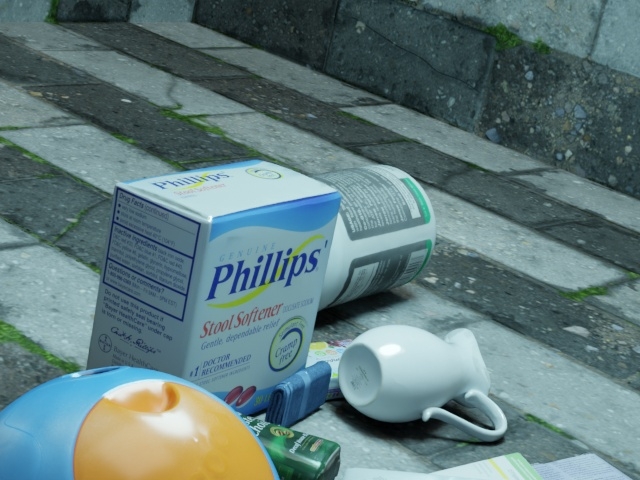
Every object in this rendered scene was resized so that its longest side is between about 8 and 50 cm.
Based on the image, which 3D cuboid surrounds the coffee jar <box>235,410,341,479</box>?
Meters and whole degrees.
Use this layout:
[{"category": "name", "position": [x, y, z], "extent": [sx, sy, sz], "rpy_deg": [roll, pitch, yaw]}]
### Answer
[{"category": "coffee jar", "position": [-0.076, 0.241, 1.600], "extent": [0.184, 0.079, 0.096], "rpy_deg": [16, 19, 13]}]

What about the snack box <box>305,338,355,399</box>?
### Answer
[{"category": "snack box", "position": [0.020, 0.172, 1.926], "extent": [0.141, 0.037, 0.100], "rpy_deg": [-3, 26, -39]}]

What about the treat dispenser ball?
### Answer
[{"category": "treat dispenser ball", "position": [-0.169, 0.249, 1.190], "extent": [0.288, 0.288, 0.288], "rpy_deg": [11, 19, -4]}]

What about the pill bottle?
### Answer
[{"category": "pill bottle", "position": [0.000, 0.000, 2.158], "extent": [0.204, 0.204, 0.361], "rpy_deg": [24, 21, 31]}]

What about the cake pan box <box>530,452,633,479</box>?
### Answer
[{"category": "cake pan box", "position": [0.304, 0.334, 1.594], "extent": [0.267, 0.070, 0.246], "rpy_deg": [-4, 27, -40]}]

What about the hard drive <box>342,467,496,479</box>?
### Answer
[{"category": "hard drive", "position": [0.089, 0.333, 1.287], "extent": [0.203, 0.040, 0.307], "rpy_deg": [3, 36, 14]}]

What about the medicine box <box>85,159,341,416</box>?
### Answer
[{"category": "medicine box", "position": [-0.130, 0.066, 1.743], "extent": [0.149, 0.289, 0.263], "rpy_deg": [23, 22, 30]}]

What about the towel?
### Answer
[{"category": "towel", "position": [-0.029, 0.192, 1.791], "extent": [0.029, 0.067, 0.119], "rpy_deg": [23, 21, 24]}]

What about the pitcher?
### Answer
[{"category": "pitcher", "position": [0.137, 0.190, 1.850], "extent": [0.207, 0.125, 0.177], "rpy_deg": [3, 40, -42]}]

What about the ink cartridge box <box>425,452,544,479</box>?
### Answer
[{"category": "ink cartridge box", "position": [0.124, 0.296, 1.458], "extent": [0.235, 0.056, 0.171], "rpy_deg": [-12, 16, -9]}]
